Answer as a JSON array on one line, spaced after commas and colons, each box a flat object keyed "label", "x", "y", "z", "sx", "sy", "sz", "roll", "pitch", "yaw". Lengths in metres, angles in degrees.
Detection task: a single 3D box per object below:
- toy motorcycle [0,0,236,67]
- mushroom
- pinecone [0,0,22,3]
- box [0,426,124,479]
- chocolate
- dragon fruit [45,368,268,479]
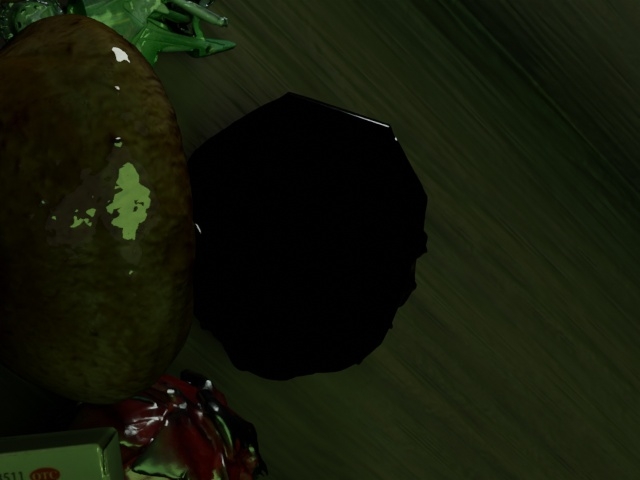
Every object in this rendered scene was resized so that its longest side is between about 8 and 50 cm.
[{"label": "toy motorcycle", "x": -0.159, "y": -0.169, "z": 1.206, "sx": 0.190, "sy": 0.074, "sz": 0.106, "roll": -21, "pitch": 112, "yaw": -24}, {"label": "mushroom", "x": -0.185, "y": -0.008, "z": 1.105, "sx": 0.195, "sy": 0.263, "sz": 0.283, "roll": -32, "pitch": 143, "yaw": -17}, {"label": "pinecone", "x": -0.288, "y": -0.255, "z": 1.084, "sx": 0.212, "sy": 0.168, "sz": 0.185, "roll": 51, "pitch": 58, "yaw": -33}, {"label": "box", "x": -0.306, "y": 0.257, "z": 1.081, "sx": 0.353, "sy": 0.069, "sz": 0.214, "roll": -7, "pitch": 97, "yaw": 3}, {"label": "chocolate", "x": 0.000, "y": 0.000, "z": 1.275, "sx": 0.177, "sy": 0.206, "sz": 0.224, "roll": 1, "pitch": 107, "yaw": -69}, {"label": "dragon fruit", "x": -0.138, "y": 0.185, "z": 1.177, "sx": 0.182, "sy": 0.182, "sz": 0.189, "roll": 46, "pitch": 45, "yaw": -21}]
